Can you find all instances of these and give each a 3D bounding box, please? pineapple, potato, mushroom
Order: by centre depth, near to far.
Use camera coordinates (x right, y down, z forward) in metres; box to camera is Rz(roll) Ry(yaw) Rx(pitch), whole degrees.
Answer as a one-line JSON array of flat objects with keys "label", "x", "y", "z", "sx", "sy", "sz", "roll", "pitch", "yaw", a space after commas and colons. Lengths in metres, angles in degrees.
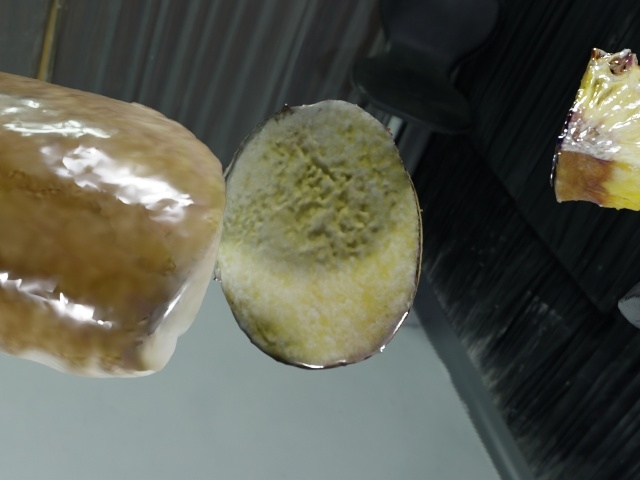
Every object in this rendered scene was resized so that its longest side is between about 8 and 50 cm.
[{"label": "pineapple", "x": 0.195, "y": -0.059, "z": 0.471, "sx": 0.116, "sy": 0.069, "sz": 0.137, "roll": -23, "pitch": 43, "yaw": -10}, {"label": "mushroom", "x": -0.260, "y": -0.036, "z": 0.630, "sx": 0.313, "sy": 0.224, "sz": 0.397, "roll": 17, "pitch": 5, "yaw": -34}, {"label": "potato", "x": 0.000, "y": 0.000, "z": 0.852, "sx": 0.239, "sy": 0.116, "sz": 0.299, "roll": -12, "pitch": 74, "yaw": 9}]

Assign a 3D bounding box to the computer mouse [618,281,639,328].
[{"label": "computer mouse", "x": 0.297, "y": 0.025, "z": 0.383, "sx": 0.264, "sy": 0.088, "sz": 0.147, "roll": 13, "pitch": -10, "yaw": 6}]
